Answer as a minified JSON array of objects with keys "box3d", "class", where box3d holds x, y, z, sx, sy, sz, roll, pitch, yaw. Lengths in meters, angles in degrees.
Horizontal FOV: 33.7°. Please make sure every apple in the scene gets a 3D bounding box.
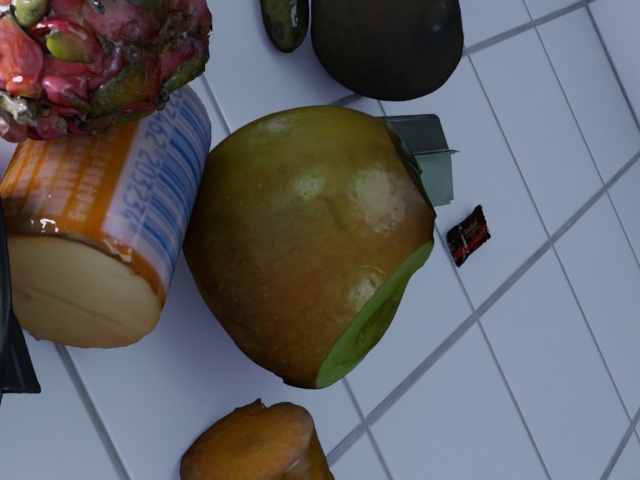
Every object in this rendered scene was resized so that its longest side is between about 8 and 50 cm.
[{"box3d":[0.000,0.000,1.466,0.384,0.374,0.374,59,35,-29],"class":"apple"}]

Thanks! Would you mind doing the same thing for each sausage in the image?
[{"box3d":[-0.265,-0.049,1.270,0.233,0.233,0.287,40,43,-35],"class":"sausage"}]

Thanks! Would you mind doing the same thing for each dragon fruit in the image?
[{"box3d":[-0.299,-0.240,1.110,0.263,0.296,0.314,-47,144,-10],"class":"dragon fruit"}]

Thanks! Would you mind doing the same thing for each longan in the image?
[{"box3d":[0.116,-0.400,1.916,0.350,0.288,0.289,66,22,-56],"class":"longan"}]

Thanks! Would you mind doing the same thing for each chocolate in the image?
[{"box3d":[0.309,-0.012,2.206,0.182,0.028,0.086,-40,112,-53],"class":"chocolate"}]

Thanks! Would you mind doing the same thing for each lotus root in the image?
[{"box3d":[-0.061,-0.417,1.872,0.089,0.080,0.179,10,67,-52],"class":"lotus root"}]

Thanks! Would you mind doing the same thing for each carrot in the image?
[{"box3d":[-0.052,0.367,1.414,0.196,0.195,0.254,-54,127,-51],"class":"carrot"}]

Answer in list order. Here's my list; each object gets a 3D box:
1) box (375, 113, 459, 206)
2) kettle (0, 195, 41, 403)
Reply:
[{"box3d":[0.090,-0.123,1.804,0.290,0.220,0.166,-12,96,-55],"class":"box"},{"box3d":[-0.444,0.072,1.003,0.320,0.228,0.324,-8,81,-28],"class":"kettle"}]
